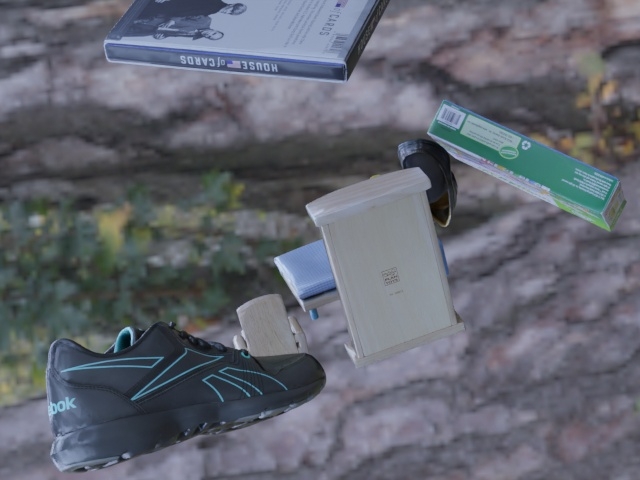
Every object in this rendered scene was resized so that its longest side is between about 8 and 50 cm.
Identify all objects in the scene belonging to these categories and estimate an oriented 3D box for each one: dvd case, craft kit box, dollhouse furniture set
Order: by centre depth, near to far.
[{"bbox_3d":[-0.063,-0.218,1.379,0.179,0.238,0.030,-64,-24,-46],"label":"dvd case"},{"bbox_3d":[0.000,0.000,1.741,0.303,0.286,0.198,-123,16,-64],"label":"dollhouse furniture set"},{"bbox_3d":[0.281,-0.097,1.927,0.061,0.249,0.246,-65,-15,5],"label":"craft kit box"}]

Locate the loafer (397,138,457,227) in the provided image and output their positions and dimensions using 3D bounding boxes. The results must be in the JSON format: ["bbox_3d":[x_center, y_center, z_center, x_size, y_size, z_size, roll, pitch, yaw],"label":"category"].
[{"bbox_3d":[0.145,-0.077,1.882,0.170,0.062,0.061,46,-146,-56],"label":"loafer"}]

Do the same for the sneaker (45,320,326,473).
[{"bbox_3d":[-0.105,0.112,1.185,0.101,0.267,0.106,-28,76,46],"label":"sneaker"}]
